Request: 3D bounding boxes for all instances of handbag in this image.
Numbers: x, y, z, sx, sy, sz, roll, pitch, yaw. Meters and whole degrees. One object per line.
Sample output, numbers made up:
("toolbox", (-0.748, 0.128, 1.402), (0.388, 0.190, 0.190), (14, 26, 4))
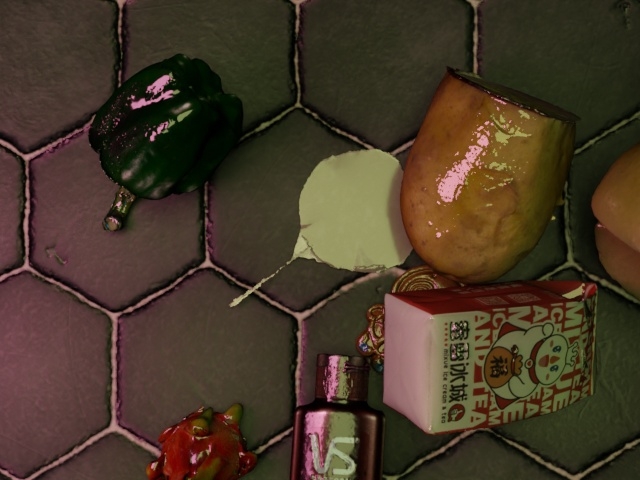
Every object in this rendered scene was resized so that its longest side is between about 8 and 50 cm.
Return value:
("handbag", (0.237, 0.147, 1.671), (0.298, 0.151, 0.171), (-4, 101, -23))

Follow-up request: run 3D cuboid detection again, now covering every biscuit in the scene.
("biscuit", (0.131, 0.110, 1.733), (0.175, 0.026, 0.124), (-41, 85, -5))

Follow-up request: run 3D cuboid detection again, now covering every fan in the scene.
("fan", (0.000, 0.000, 1.749), (0.310, 0.010, 0.182), (-34, 85, -7))

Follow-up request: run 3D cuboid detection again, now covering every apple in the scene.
("apple", (0.498, -0.029, 1.622), (0.258, 0.295, 0.233), (31, 83, 31))

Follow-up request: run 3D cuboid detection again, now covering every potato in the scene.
("potato", (0.214, -0.075, 1.681), (0.229, 0.229, 0.266), (23, 99, 2))

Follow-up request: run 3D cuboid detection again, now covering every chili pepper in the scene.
("chili pepper", (-0.225, -0.126, 1.685), (0.261, 0.174, 0.165), (-40, 88, 32))

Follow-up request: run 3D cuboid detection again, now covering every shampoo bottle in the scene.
("shampoo bottle", (0.021, 0.313, 1.680), (0.129, 0.084, 0.323), (4, 83, 6))

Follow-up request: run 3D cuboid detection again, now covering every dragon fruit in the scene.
("dragon fruit", (-0.160, 0.306, 1.675), (0.138, 0.175, 0.142), (7, 114, 10))
